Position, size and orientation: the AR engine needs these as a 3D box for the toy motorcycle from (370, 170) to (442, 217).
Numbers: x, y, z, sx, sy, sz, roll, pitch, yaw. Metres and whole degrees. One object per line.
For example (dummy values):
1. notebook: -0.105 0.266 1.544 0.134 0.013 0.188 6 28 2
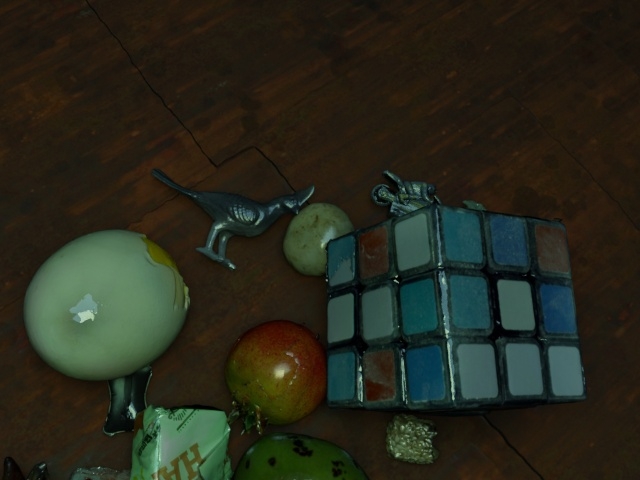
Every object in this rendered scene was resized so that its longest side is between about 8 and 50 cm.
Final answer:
1. toy motorcycle: 0.215 -0.092 1.749 0.193 0.061 0.124 35 72 0

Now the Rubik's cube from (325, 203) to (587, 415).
1. Rubik's cube: 0.238 0.147 1.419 0.362 0.359 0.363 11 69 -34

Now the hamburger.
1. hamburger: -0.253 0.417 1.420 0.235 0.125 0.214 18 68 -50

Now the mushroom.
1. mushroom: 0.000 0.000 1.637 0.127 0.166 0.166 29 57 -42

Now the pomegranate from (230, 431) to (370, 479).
1. pomegranate: -0.039 0.465 1.334 0.291 0.323 0.290 -3 59 6

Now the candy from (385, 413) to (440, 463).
1. candy: 0.188 0.400 1.526 0.110 0.085 0.095 4 76 4

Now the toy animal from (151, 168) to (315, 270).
1. toy animal: -0.206 -0.043 1.649 0.367 0.081 0.205 7 76 9

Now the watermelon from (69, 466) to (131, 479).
1. watermelon: -0.411 0.477 1.413 0.139 0.071 0.187 32 47 28

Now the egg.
1. egg: -0.405 0.123 1.420 0.283 0.345 0.283 2 97 13

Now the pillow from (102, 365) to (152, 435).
1. pillow: -0.379 0.314 1.491 0.091 0.055 0.135 -15 63 19

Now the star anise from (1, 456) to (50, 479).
1. star anise: -0.538 0.519 1.350 0.272 0.102 0.271 -7 72 21

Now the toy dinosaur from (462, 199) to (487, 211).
1. toy dinosaur: 0.406 0.087 1.695 0.205 0.092 0.393 -34 73 -25

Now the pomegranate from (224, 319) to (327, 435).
1. pomegranate: -0.088 0.267 1.470 0.210 0.210 0.235 29 62 4
